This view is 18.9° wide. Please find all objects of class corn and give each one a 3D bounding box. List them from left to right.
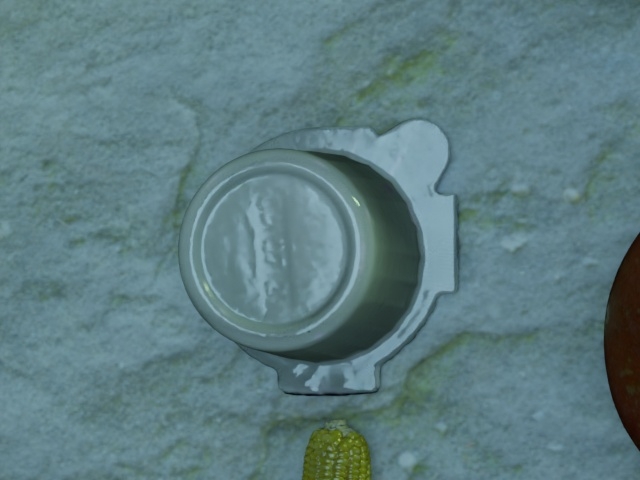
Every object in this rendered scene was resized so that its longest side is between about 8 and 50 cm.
[{"bbox_3d":[0.012,0.273,1.833,0.067,0.067,0.206,3,90,11],"label":"corn"}]

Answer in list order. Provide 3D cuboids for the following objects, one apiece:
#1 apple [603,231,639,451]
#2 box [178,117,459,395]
[{"bbox_3d":[0.418,0.087,1.653,0.348,0.277,0.349,1,94,13],"label":"apple"},{"bbox_3d":[0.000,0.000,1.778,0.291,0.206,0.262,-43,81,8],"label":"box"}]
